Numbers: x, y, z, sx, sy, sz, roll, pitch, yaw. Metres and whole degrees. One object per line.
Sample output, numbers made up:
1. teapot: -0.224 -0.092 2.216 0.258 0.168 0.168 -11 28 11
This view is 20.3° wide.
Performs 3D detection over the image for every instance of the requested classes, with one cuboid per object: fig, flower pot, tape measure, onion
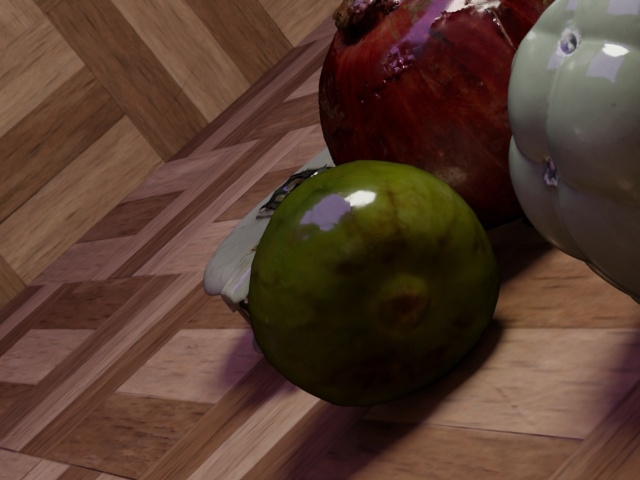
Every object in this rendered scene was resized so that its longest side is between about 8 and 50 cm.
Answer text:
1. fig: 0.032 0.026 1.443 0.203 0.203 0.225 -39 20 0
2. flower pot: 0.237 -0.081 1.145 0.246 0.195 0.246 -28 -15 -8
3. tape measure: 0.000 0.000 1.763 0.258 0.130 0.265 -45 15 -15
4. onion: 0.123 -0.143 1.569 0.276 0.276 0.276 -36 14 10
